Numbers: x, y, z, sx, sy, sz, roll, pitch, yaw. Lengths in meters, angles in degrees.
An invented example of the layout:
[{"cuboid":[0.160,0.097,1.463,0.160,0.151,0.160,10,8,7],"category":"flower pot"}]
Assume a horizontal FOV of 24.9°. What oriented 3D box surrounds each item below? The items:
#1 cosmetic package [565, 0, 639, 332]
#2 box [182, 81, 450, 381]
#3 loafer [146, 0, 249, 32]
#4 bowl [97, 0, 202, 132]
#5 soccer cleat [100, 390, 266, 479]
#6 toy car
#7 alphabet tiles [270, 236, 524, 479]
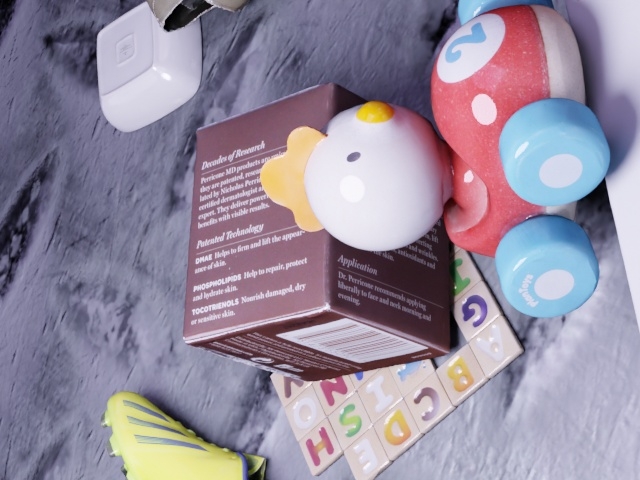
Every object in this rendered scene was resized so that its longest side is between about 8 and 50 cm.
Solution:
[{"cuboid":[0.318,-0.125,1.012,0.230,0.161,0.453,-34,54,41],"category":"cosmetic package"},{"cuboid":[0.000,0.000,1.260,0.167,0.168,0.203,-16,63,39],"category":"box"},{"cuboid":[-0.082,-0.281,1.520,0.251,0.094,0.087,-16,77,35],"category":"loafer"},{"cuboid":[-0.199,-0.205,1.620,0.142,0.053,0.142,-23,60,33],"category":"bowl"},{"cuboid":[-0.113,0.226,1.367,0.121,0.093,0.289,-34,41,-10],"category":"soccer cleat"},{"cuboid":[0.072,-0.069,1.086,0.238,0.210,0.219,-6,41,-2],"category":"toy car"},{"cuboid":[0.053,0.095,1.299,0.237,0.009,0.198,-44,50,21],"category":"alphabet tiles"}]
